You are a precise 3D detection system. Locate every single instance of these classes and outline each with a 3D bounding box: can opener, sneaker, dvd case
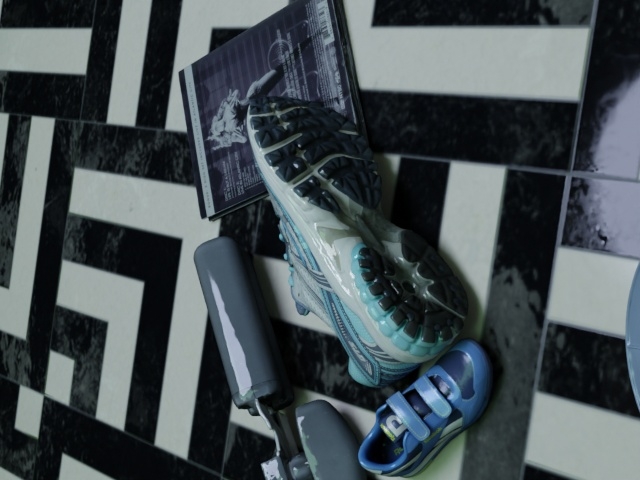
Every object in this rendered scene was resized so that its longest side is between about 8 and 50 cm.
[{"bbox_3d":[-0.033,0.122,0.945,0.095,0.076,0.283,-21,68,6],"label":"can opener"},{"bbox_3d":[0.083,0.138,0.825,0.053,0.059,0.144,51,119,36],"label":"sneaker"},{"bbox_3d":[0.000,0.000,0.878,0.283,0.110,0.122,60,138,26],"label":"sneaker"},{"bbox_3d":[-0.052,-0.128,1.005,0.221,0.018,0.165,-21,73,40],"label":"dvd case"}]

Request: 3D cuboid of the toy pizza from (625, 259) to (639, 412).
[{"bbox_3d":[0.261,0.072,0.643,0.201,0.032,0.201,176,90,-69],"label":"toy pizza"}]
